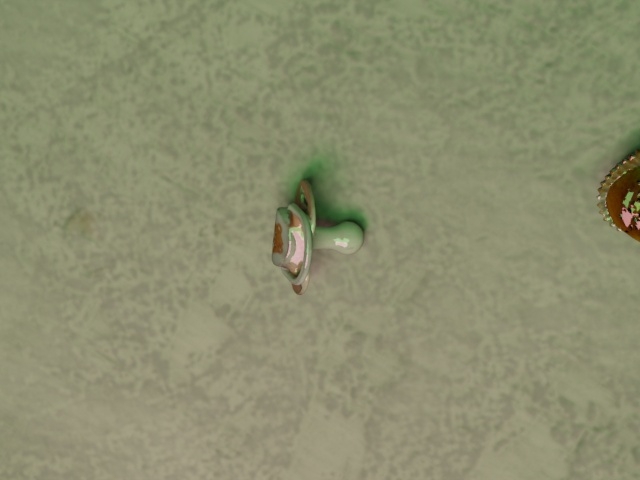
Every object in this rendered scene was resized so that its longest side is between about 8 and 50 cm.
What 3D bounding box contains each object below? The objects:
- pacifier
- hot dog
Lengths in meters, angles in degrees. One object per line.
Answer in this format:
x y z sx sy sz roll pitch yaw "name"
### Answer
0.000 0.000 1.646 0.078 0.081 0.099 1 114 -16 "pacifier"
0.315 -0.009 1.564 0.192 0.053 0.099 35 119 2 "hot dog"
